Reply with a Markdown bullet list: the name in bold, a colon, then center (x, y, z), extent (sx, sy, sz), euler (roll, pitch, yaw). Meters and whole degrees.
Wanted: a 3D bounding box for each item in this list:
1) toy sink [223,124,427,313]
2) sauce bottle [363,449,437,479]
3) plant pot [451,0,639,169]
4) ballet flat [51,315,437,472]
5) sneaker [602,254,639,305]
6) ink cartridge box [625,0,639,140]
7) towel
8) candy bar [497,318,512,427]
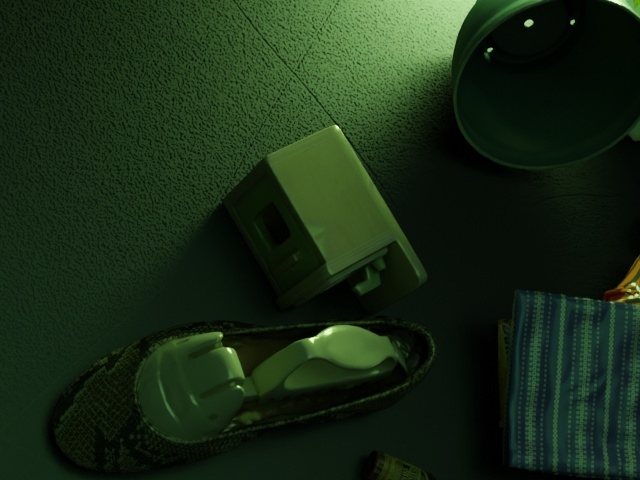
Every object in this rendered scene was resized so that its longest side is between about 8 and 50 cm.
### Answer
- **toy sink**: center (0.000, 0.000, 1.639), extent (0.131, 0.153, 0.234), euler (-28, 85, -32)
- **sauce bottle**: center (0.118, 0.308, 1.638), extent (0.128, 0.042, 0.042), euler (23, 62, -16)
- **plant pot**: center (0.320, -0.277, 1.855), extent (0.293, 0.293, 0.196), euler (15, 38, -20)
- **ballet flat**: center (-0.071, 0.158, 1.523), extent (0.482, 0.182, 0.164), euler (-8, 75, -28)
- **sneaker**: center (0.399, 0.113, 1.806), extent (0.180, 0.124, 0.321), euler (33, 60, -12)
- **ink cartridge box**: center (0.560, -0.305, 1.963), extent (0.117, 0.278, 0.201), euler (-18, 79, -34)
- **towel**: center (0.411, 0.203, 1.717), extent (0.336, 0.040, 0.243), euler (8, 79, -12)
- **candy bar**: center (0.263, 0.185, 1.773), extent (0.040, 0.018, 0.162), euler (12, 66, -22)
